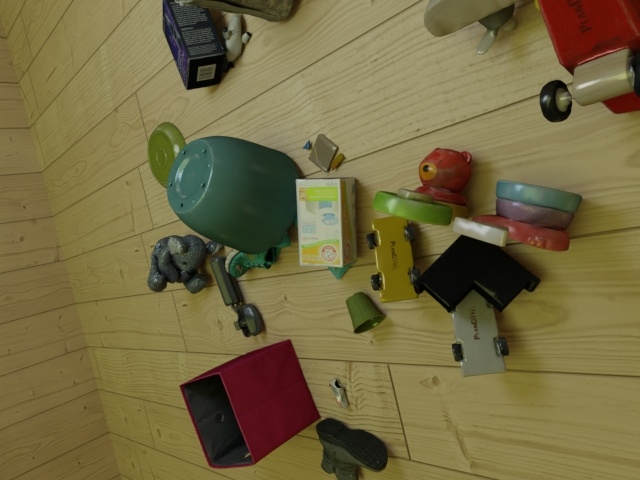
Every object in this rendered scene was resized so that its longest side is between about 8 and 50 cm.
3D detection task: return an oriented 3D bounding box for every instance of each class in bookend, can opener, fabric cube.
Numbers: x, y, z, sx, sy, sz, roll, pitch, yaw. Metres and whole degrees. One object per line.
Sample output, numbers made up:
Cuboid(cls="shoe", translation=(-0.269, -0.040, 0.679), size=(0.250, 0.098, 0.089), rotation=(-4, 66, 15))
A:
Cuboid(cls="bookend", translation=(0.284, 0.084, 0.848), size=(0.156, 0.072, 0.157), rotation=(-45, 65, -3))
Cuboid(cls="can opener", translation=(-0.265, 0.176, 1.459), size=(0.093, 0.074, 0.280), rotation=(-27, 82, 9))
Cuboid(cls="fabric cube", translation=(-0.206, 0.472, 1.340), size=(0.254, 0.258, 0.259), rotation=(-29, 81, 42))

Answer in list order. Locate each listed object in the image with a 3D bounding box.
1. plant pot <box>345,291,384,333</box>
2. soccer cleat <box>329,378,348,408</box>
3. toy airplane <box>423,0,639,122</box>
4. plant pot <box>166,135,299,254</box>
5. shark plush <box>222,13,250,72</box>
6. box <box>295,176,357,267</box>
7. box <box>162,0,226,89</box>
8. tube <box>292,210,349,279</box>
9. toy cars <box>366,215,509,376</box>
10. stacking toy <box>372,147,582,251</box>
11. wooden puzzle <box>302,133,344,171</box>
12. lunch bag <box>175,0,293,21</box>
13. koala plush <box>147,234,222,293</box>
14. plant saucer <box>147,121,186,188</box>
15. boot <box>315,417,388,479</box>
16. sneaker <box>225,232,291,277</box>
Cuboid(cls="plant pot", translation=(0.100, 0.169, 1.107), size=(0.083, 0.083, 0.079), rotation=(-52, 54, 38))
Cuboid(cls="soccer cleat", translation=(0.053, 0.413, 1.241), size=(0.035, 0.029, 0.083), rotation=(-48, 64, 44))
Cuboid(cls="toy airplane", translation=(0.342, -0.385, 0.598), size=(0.386, 0.272, 0.384), rotation=(30, 153, 19))
Cuboid(cls="plant pot", translation=(-0.238, -0.127, 1.161), size=(0.293, 0.235, 0.293), rotation=(-11, 72, 38))
Cuboid(cls="shark plush", translation=(-0.238, -0.537, 1.267), size=(0.161, 0.073, 0.067), rotation=(104, 150, -51))
Cuboid(cls="box", translation=(0.017, -0.044, 1.076), size=(0.114, 0.103, 0.203), rotation=(2, 99, 24))
Cuboid(cls="box", translation=(-0.355, -0.557, 1.279), size=(0.207, 0.108, 0.153), rotation=(67, 158, 7))
Cuboid(cls="tube", translation=(0.000, 0.000, 1.174), size=(0.207, 0.052, 0.080), rotation=(49, 134, 14))
Cuboid(cls="toy cars", translation=(0.234, 0.108, 0.948), size=(0.393, 0.087, 0.176), rotation=(42, 90, 25))
Cuboid(cls="stacking toy", translation=(0.254, -0.085, 0.764), size=(0.309, 0.279, 0.130), rotation=(20, 103, 39))
Cuboid(cls="wooden puzzle", translation=(0.007, -0.215, 1.130), size=(0.116, 0.014, 0.078), rotation=(49, 125, 22))
Cuboid(cls="lunch bag", translation=(-0.194, -0.634, 1.006), size=(0.212, 0.305, 0.256), rotation=(6, 104, 42))
Cuboid(cls="koala plush", translation=(-0.444, 0.048, 1.503), size=(0.221, 0.196, 0.203), rotation=(-32, 60, 47))
Cuboid(cls="plant saucer", translation=(-0.542, -0.290, 1.604), size=(0.241, 0.037, 0.241), rotation=(12, 109, 41))
Cuboid(cls="boot", translation=(0.090, 0.591, 1.232), size=(0.246, 0.083, 0.161), rotation=(7, 113, 47))
Cuboid(cls="sneaker", translation=(-0.183, 0.040, 1.317), size=(0.110, 0.107, 0.275), rotation=(54, 131, 7))
